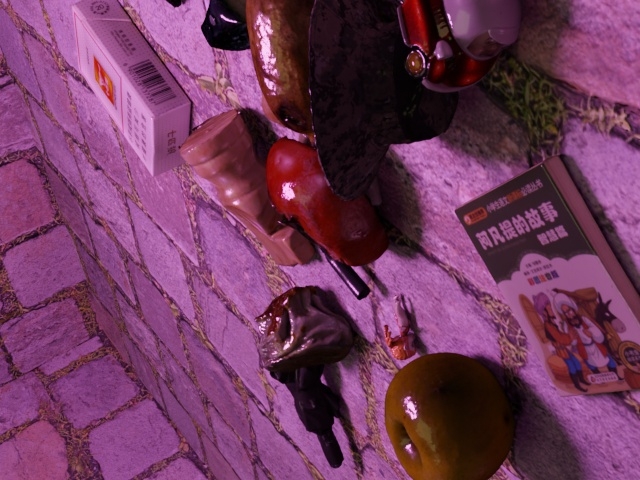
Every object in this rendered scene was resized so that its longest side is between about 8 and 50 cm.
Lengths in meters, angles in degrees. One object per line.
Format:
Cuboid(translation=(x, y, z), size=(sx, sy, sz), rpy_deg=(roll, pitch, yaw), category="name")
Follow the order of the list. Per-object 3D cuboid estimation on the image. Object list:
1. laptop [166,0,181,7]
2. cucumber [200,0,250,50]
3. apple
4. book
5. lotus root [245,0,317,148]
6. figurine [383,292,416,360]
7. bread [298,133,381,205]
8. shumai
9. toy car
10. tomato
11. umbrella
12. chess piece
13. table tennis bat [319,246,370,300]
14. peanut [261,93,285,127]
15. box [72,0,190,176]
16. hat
Cuboid(translation=(-0.274, -0.456, 1.463), size=(0.197, 0.016, 0.135), rpy_deg=(-86, -28, -82), category="laptop")
Cuboid(translation=(-0.132, -0.336, 1.338), size=(0.115, 0.085, 0.193), rpy_deg=(62, 163, -7), category="cucumber")
Cuboid(translation=(0.179, 0.251, 1.245), size=(0.196, 0.156, 0.196), rpy_deg=(46, 152, 33), category="apple")
Cuboid(translation=(0.268, 0.051, 1.004), size=(0.264, 0.027, 0.202), rpy_deg=(61, 157, 2), category="book")
Cuboid(translation=(-0.011, -0.228, 1.118), size=(0.128, 0.145, 0.260), rpy_deg=(-116, 10, -61), category="lotus root")
Cuboid(translation=(0.121, 0.134, 1.384), size=(0.064, 0.047, 0.109), rpy_deg=(-100, 0, -66), category="figurine")
Cuboid(translation=(0.017, -0.131, 1.307), size=(0.193, 0.036, 0.112), rpy_deg=(37, 146, 43), category="bread")
Cuboid(translation=(-0.037, 0.156, 1.626), size=(0.184, 0.184, 0.142), rpy_deg=(125, 138, -64), category="shumai")
Cuboid(translation=(0.142, -0.226, 0.876), size=(0.112, 0.112, 0.139), rpy_deg=(-19, 89, 52), category="toy car")
Cuboid(translation=(-0.004, -0.043, 1.288), size=(0.228, 0.101, 0.228), rpy_deg=(42, 173, 6), category="tomato")
Cuboid(translation=(-0.019, 0.319, 1.796), size=(0.118, 0.118, 0.340), rpy_deg=(22, 135, 56), category="umbrella")
Cuboid(translation=(-0.116, -0.075, 1.565), size=(0.301, 0.137, 0.137), rpy_deg=(57, 160, -23), category="chess piece")
Cuboid(translation=(0.000, 0.000, 1.448), size=(0.236, 0.027, 0.150), rpy_deg=(51, 178, 20), category="table tennis bat")
Cuboid(translation=(-0.045, -0.226, 1.271), size=(0.089, 0.089, 0.193), rpy_deg=(53, 156, 18), category="peanut")
Cuboid(translation=(-0.394, -0.324, 1.859), size=(0.330, 0.095, 0.210), rpy_deg=(52, 155, 18), category="box")
Cuboid(translation=(0.082, -0.172, 0.986), size=(0.128, 0.265, 0.266), rpy_deg=(-2, 121, 25), category="hat")
